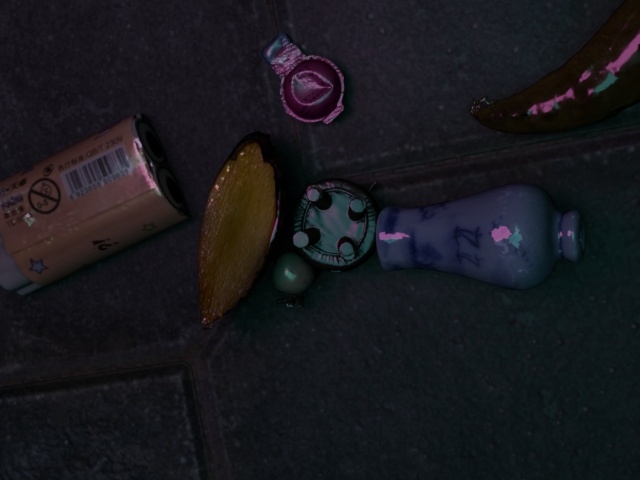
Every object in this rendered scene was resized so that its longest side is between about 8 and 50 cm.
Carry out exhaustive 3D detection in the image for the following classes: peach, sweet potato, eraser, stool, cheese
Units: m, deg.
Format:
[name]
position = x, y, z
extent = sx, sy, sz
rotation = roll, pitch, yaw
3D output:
[peach]
position = -0.095, -0.006, 1.372
extent = 0.068, 0.189, 0.279
rotation = 13, 99, -31
[sweet potato]
position = 0.385, -0.238, 1.253
extent = 0.423, 0.130, 0.130
rotation = -35, 86, 22
[eraser]
position = -0.353, -0.050, 1.463
extent = 0.291, 0.087, 0.171
rotation = -25, 86, 14
[stool]
position = 0.000, 0.000, 1.365
extent = 0.125, 0.121, 0.217
rotation = 45, 98, 5
[cheese]
position = -0.024, -0.221, 1.392
extent = 0.095, 0.038, 0.145
rotation = -42, 78, 12

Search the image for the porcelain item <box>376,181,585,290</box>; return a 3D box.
[porcelain item]
position = 0.205, -0.005, 1.306
extent = 0.259, 0.141, 0.141
rotation = 0, 94, 21
